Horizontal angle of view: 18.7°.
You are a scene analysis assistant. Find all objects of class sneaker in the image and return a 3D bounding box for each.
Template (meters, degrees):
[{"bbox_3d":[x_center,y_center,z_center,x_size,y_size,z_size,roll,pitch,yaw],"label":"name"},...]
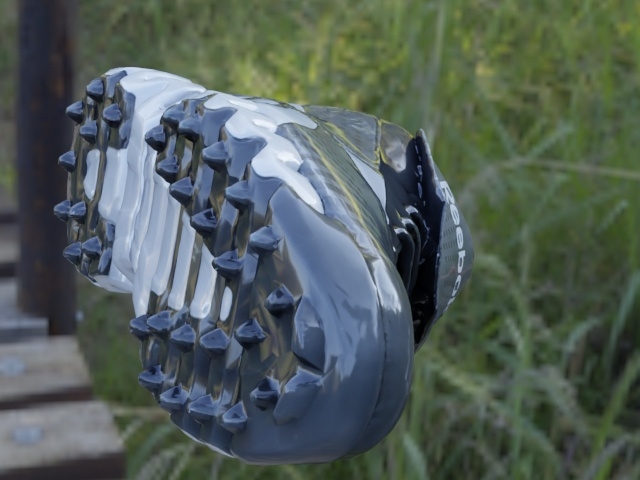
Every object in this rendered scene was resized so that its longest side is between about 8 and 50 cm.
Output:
[{"bbox_3d":[0.000,0.000,0.508,0.106,0.078,0.234,6,10,-18],"label":"sneaker"}]
